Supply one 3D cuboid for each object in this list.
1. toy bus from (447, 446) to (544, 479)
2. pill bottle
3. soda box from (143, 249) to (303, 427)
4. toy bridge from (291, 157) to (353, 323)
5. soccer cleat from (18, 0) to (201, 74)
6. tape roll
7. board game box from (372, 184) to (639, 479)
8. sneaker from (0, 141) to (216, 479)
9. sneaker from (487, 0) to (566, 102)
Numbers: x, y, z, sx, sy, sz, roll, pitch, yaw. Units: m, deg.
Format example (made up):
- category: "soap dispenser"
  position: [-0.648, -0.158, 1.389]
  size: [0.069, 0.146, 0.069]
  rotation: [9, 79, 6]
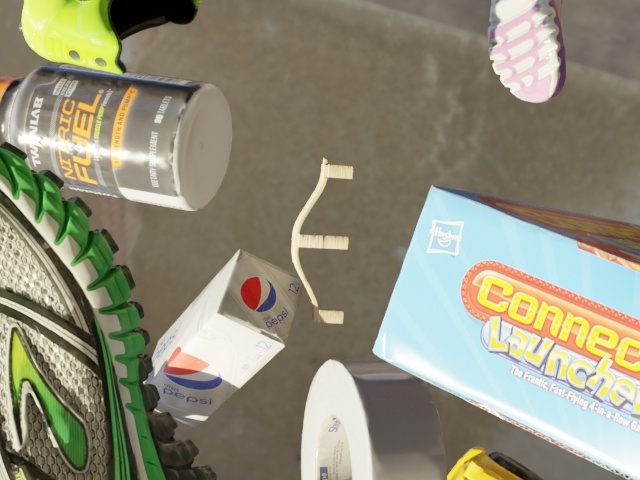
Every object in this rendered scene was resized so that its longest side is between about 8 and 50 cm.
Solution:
- category: "toy bus"
  position: [0.218, 0.330, 1.288]
  size: [0.149, 0.220, 0.211]
  rotation: [-57, -11, -4]
- category: "pill bottle"
  position: [-0.225, -0.111, 1.229]
  size: [0.130, 0.245, 0.130]
  rotation: [10, -90, -71]
- category: "soda box"
  position: [-0.127, 0.127, 1.465]
  size: [0.286, 0.091, 0.098]
  rotation: [-45, 23, 51]
- category: "toy bridge"
  position: [0.000, 0.000, 1.368]
  size: [0.026, 0.063, 0.188]
  rotation: [-150, 62, -80]
- category: "soccer cleat"
  position: [-0.081, -0.149, 0.612]
  size: [0.179, 0.072, 0.060]
  rotation: [-58, -15, -31]
- category: "tape roll"
  position: [0.045, 0.220, 1.124]
  size: [0.219, 0.072, 0.219]
  rotation: [180, 90, -74]
- category: "board game box"
  position: [0.234, 0.072, 0.599]
  size: [0.308, 0.302, 0.086]
  rotation: [5, -74, -57]
- category: "sneaker"
  position: [-0.167, 0.093, 0.664]
  size: [0.146, 0.134, 0.343]
  rotation: [-30, -83, -39]
- category: "sneaker"
  position: [0.235, -0.270, 1.315]
  size: [0.104, 0.095, 0.236]
  rotation: [-13, -90, -40]
